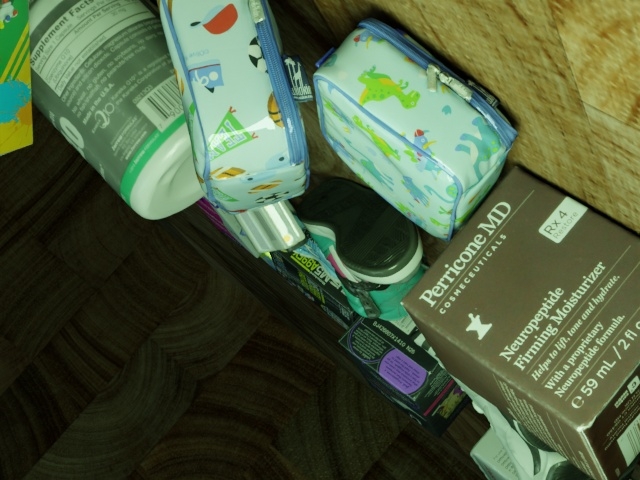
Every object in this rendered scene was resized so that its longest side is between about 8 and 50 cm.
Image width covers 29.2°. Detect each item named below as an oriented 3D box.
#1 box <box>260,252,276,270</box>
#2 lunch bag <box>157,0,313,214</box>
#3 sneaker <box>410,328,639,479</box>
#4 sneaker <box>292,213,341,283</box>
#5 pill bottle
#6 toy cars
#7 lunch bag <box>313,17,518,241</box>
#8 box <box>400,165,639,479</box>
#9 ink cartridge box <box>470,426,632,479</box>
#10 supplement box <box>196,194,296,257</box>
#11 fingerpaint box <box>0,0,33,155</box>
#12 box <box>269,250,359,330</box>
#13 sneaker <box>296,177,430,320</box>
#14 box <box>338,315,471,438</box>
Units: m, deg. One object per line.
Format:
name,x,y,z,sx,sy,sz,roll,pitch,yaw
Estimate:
box,-0.108,0.024,2.653,0.178,0.042,0.109,42,172,-5
lunch bag,-0.086,-0.162,1.183,0.303,0.115,0.243,104,151,-79
sneaker,0.269,0.199,1.619,0.257,0.169,0.447,45,168,40
sneaker,0.000,0.000,2.068,0.162,0.063,0.073,35,153,12
pill bottle,-0.269,-0.217,1.579,0.361,0.204,0.204,46,173,14
toy cars,-0.130,-0.088,1.748,0.393,0.087,0.176,54,174,41
lunch bag,0.077,-0.096,1.084,0.176,0.090,0.219,39,171,11
box,0.215,0.078,1.082,0.203,0.168,0.167,35,170,33
ink cartridge box,0.421,0.423,2.034,0.307,0.129,0.223,36,170,30
supplement box,-0.141,-0.079,2.058,0.111,0.114,0.220,36,172,28
fingerpaint box,-0.531,-0.355,1.498,0.445,0.163,0.371,46,144,30
box,0.001,0.079,2.391,0.216,0.060,0.270,40,172,11
sneaker,0.082,0.035,1.588,0.178,0.124,0.295,51,176,-26
box,0.157,0.195,1.999,0.165,0.143,0.270,37,171,23
